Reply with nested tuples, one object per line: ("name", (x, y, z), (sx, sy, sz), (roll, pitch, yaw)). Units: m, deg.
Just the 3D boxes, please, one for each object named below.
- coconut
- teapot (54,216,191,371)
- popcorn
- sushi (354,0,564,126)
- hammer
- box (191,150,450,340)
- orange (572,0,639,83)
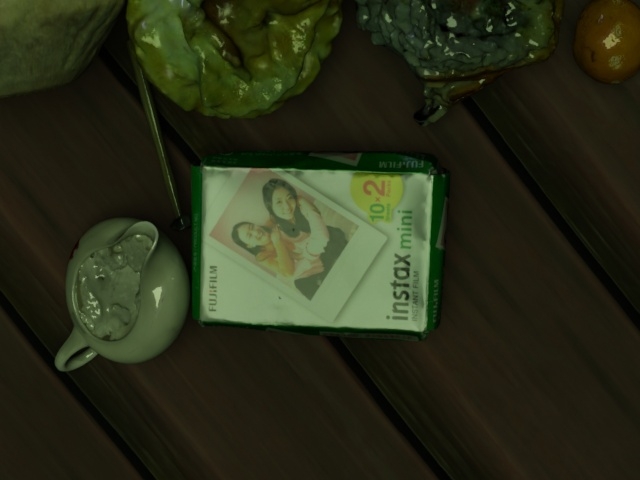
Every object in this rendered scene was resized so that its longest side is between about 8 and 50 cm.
("coconut", (-0.334, -0.287, 1.457), (0.329, 0.329, 0.329), (1, 98, 7))
("teapot", (-0.193, 0.056, 1.574), (0.145, 0.092, 0.226), (51, 124, 23))
("popcorn", (-0.075, -0.222, 1.477), (0.204, 0.183, 0.221), (-2, 116, -35))
("sushi", (0.128, -0.243, 1.456), (0.184, 0.139, 0.274), (-12, 99, -18))
("hammer", (-0.163, -0.105, 1.580), (0.013, 0.062, 0.199), (-15, 88, -16))
("box", (0.000, 0.000, 1.544), (0.250, 0.103, 0.180), (2, 99, 7))
("orange", (0.275, -0.188, 1.495), (0.070, 0.083, 0.083), (12, 100, 16))
